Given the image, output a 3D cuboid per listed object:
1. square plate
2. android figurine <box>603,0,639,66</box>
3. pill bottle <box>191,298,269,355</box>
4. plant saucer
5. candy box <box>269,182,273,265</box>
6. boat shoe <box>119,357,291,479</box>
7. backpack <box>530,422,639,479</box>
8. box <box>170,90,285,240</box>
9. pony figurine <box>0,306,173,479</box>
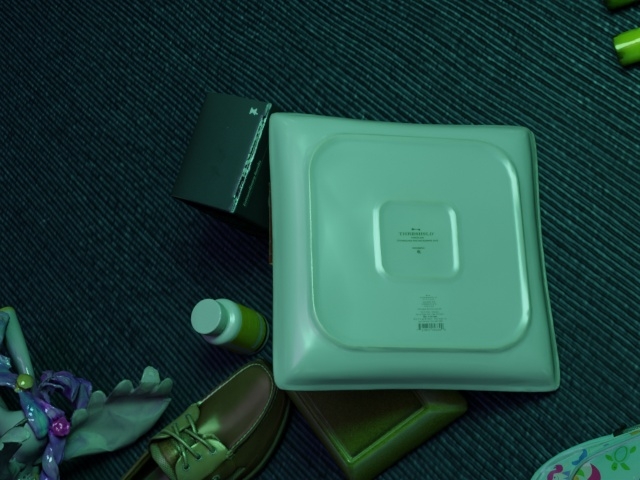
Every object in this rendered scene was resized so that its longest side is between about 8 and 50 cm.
[{"bbox_3d":[0.114,0.006,1.211,0.347,0.049,0.344,2,71,-11],"label":"square plate"},{"bbox_3d":[0.482,-0.308,1.226,0.272,0.056,0.248,-15,67,26],"label":"android figurine"},{"bbox_3d":[-0.124,0.115,1.381,0.065,0.116,0.065,-9,70,25],"label":"pill bottle"},{"bbox_3d":[0.053,0.188,1.261,0.188,0.045,0.188,-40,79,16],"label":"plant saucer"},{"bbox_3d":[0.000,0.000,1.309,0.053,0.186,0.109,-11,69,27],"label":"candy box"},{"bbox_3d":[-0.170,0.293,1.346,0.324,0.120,0.122,-51,58,6],"label":"boat shoe"},{"bbox_3d":[0.339,0.297,1.038,0.253,0.191,0.225,-25,65,25],"label":"backpack"},{"bbox_3d":[-0.083,-0.090,1.371,0.108,0.207,0.153,15,82,31],"label":"box"},{"bbox_3d":[-0.408,0.275,1.426,0.363,0.302,0.351,50,132,27],"label":"pony figurine"}]
